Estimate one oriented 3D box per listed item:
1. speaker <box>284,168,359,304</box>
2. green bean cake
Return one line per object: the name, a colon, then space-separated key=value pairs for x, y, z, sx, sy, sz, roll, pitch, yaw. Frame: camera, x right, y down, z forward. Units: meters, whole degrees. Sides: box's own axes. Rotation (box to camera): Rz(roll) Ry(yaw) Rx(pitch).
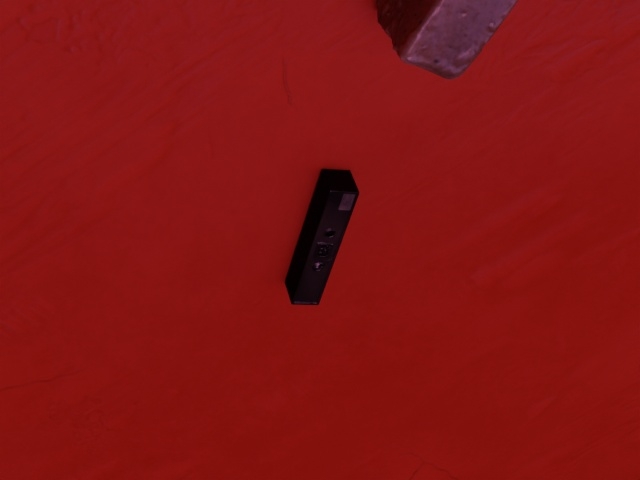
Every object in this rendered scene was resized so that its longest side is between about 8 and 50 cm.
speaker: x=0.000 y=0.000 z=1.211 sx=0.040 sy=0.046 sz=0.191 roll=2 pitch=131 yaw=-21
green bean cake: x=0.139 y=-0.261 z=0.966 sx=0.085 sy=0.109 sz=0.179 roll=17 pitch=125 yaw=-29
